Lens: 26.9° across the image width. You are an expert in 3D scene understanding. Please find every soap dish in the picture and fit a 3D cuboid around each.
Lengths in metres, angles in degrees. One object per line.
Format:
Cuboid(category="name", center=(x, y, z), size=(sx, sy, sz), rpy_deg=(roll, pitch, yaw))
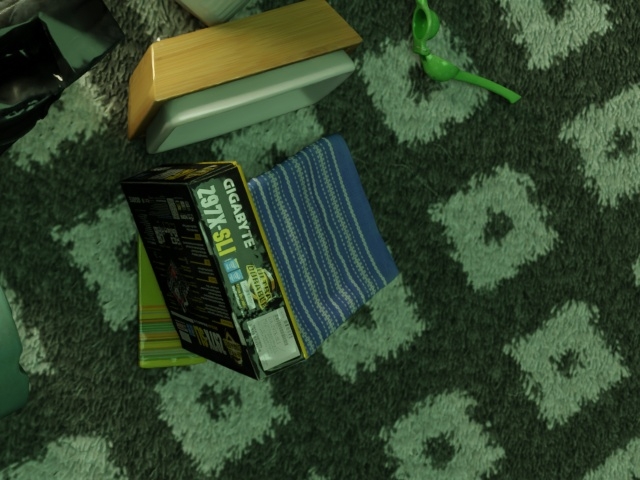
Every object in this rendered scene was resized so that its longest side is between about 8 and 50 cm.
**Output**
Cuboid(category="soap dish", center=(-0.114, -0.222, 1.797), size=(0.290, 0.229, 0.118), rpy_deg=(-19, 88, -18))

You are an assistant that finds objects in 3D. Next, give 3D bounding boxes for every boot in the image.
Cuboid(category="boot", center=(-0.412, -0.137, 1.569), size=(0.146, 0.445, 0.367), rpy_deg=(43, 79, -17))

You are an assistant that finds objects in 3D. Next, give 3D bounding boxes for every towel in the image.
Cuboid(category="towel", center=(0.000, 0.000, 1.836), size=(0.336, 0.040, 0.243), rpy_deg=(-37, 109, -59))
Cuboid(category="towel", center=(-0.209, 0.059, 1.884), size=(0.102, 0.021, 0.237), rpy_deg=(-2, 93, -25))

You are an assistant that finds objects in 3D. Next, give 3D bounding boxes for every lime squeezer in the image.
Cuboid(category="lime squeezer", center=(0.184, -0.306, 1.969), size=(0.110, 0.059, 0.310), rpy_deg=(-30, 111, 6))

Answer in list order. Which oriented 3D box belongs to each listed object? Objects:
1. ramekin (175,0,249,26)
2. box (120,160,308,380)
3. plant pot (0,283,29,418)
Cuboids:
Cuboid(category="ramekin", center=(-0.186, -0.393, 1.743), size=(0.273, 0.273, 0.127), rpy_deg=(38, 93, -18))
Cuboid(category="box", center=(-0.145, 0.030, 1.724), size=(0.079, 0.322, 0.257), rpy_deg=(-25, 101, -20))
Cuboid(category="plant pot", center=(-0.554, 0.149, 1.615), size=(0.334, 0.341, 0.341), rpy_deg=(-21, 100, -27))
